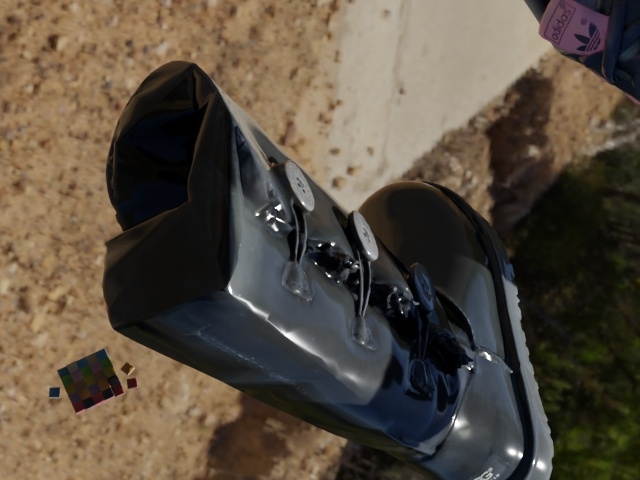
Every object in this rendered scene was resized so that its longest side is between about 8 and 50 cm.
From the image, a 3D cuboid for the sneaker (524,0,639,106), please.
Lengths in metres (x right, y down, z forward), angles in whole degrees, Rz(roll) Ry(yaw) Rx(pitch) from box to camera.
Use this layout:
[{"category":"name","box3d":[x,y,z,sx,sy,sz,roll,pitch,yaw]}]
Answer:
[{"category":"sneaker","box3d":[0.211,-0.118,0.756,0.131,0.319,0.112,-11,140,-31]}]

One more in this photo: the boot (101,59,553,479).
[{"category":"boot","box3d":[0.001,0.001,0.959,0.146,0.367,0.445,-39,135,19]}]

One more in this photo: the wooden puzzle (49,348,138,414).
[{"category":"wooden puzzle","box3d":[-0.216,0.133,1.122,0.083,0.049,0.006,-24,157,-14]}]
